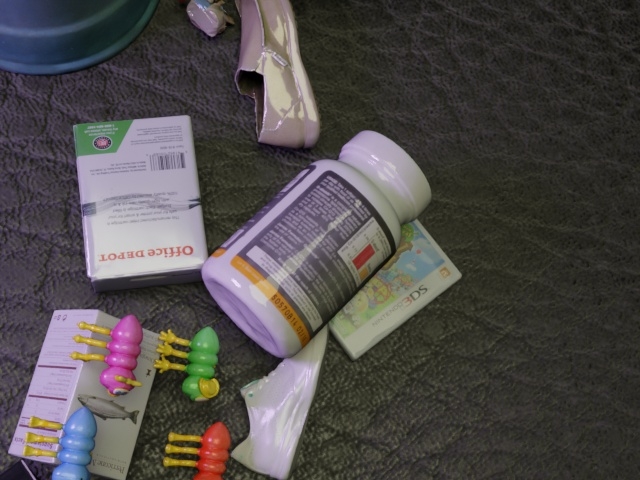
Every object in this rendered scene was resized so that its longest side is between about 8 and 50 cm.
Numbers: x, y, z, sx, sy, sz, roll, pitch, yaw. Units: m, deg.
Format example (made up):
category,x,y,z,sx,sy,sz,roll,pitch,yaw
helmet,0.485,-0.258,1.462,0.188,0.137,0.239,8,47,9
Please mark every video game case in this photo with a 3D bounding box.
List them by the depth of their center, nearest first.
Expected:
category,x,y,z,sx,sy,sz,roll,pitch,yaw
video game case,0.054,0.022,1.297,0.193,0.023,0.212,-36,82,-17

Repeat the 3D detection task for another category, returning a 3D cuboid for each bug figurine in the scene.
category,x,y,z,sx,sy,sz,roll,pitch,yaw
bug figurine,-0.191,0.197,1.096,0.279,0.072,0.216,16,74,-45

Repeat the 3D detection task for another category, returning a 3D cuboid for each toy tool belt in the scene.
category,x,y,z,sx,sy,sz,roll,pitch,yaw
toy tool belt,-0.162,-0.330,1.359,0.083,0.052,0.051,46,41,3

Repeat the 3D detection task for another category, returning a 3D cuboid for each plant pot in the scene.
category,x,y,z,sx,sy,sz,roll,pitch,yaw
plant pot,-0.369,-0.432,1.204,0.341,0.334,0.341,2,75,-8

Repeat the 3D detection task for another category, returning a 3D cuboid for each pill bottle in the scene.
category,x,y,z,sx,sy,sz,roll,pitch,yaw
pill bottle,0.000,0.000,1.197,0.162,0.162,0.278,45,73,6

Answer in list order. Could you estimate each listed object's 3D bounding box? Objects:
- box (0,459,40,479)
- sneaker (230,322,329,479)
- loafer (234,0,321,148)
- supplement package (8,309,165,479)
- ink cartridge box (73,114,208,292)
category,x,y,z,sx,sy,sz,roll,pitch,yaw
box,-0.346,0.407,0.991,0.257,0.079,0.322,-38,40,-19
sneaker,-0.051,0.188,1.211,0.094,0.080,0.212,16,73,9
loafer,-0.076,-0.248,1.316,0.092,0.102,0.268,-15,77,-19
supplement package,-0.275,0.182,1.138,0.105,0.105,0.179,28,67,-41
ink cartridge box,-0.232,-0.046,1.240,0.153,0.087,0.208,-5,74,-10
